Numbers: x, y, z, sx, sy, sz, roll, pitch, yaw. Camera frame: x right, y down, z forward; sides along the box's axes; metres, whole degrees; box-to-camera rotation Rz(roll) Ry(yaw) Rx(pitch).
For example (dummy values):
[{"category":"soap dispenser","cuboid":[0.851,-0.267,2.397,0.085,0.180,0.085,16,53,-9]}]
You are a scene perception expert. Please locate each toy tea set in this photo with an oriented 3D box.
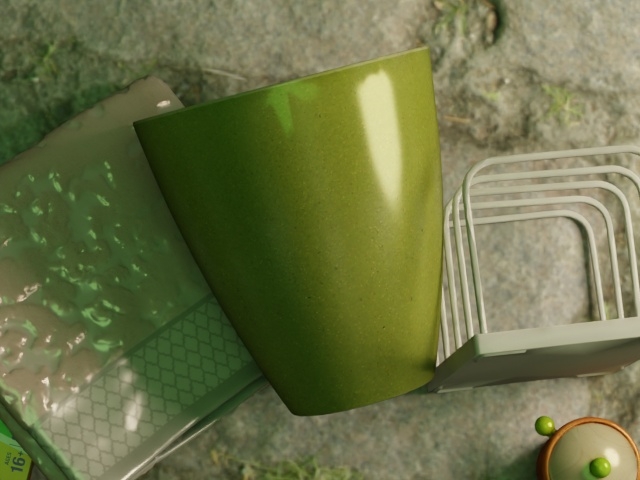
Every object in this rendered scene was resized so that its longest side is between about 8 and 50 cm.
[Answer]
[{"category":"toy tea set","cuboid":[0.339,0.279,1.880,0.336,0.124,0.200,7,82,-5]}]

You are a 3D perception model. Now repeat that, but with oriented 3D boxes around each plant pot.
[{"category":"plant pot","cuboid":[0.000,0.000,1.787,0.275,0.275,0.293,-15,95,-8]}]

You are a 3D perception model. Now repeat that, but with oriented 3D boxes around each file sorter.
[{"category":"file sorter","cuboid":[0.203,0.032,1.825,0.193,0.277,0.173,-5,79,-7]}]

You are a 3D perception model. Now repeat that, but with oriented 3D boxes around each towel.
[{"category":"towel","cuboid":[-0.188,0.043,1.835,0.332,0.053,0.317,-35,87,-32]}]

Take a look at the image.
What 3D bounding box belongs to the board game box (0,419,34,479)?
[{"category":"board game box","cuboid":[-0.407,0.118,1.852,0.317,0.064,0.242,14,81,-4]}]
